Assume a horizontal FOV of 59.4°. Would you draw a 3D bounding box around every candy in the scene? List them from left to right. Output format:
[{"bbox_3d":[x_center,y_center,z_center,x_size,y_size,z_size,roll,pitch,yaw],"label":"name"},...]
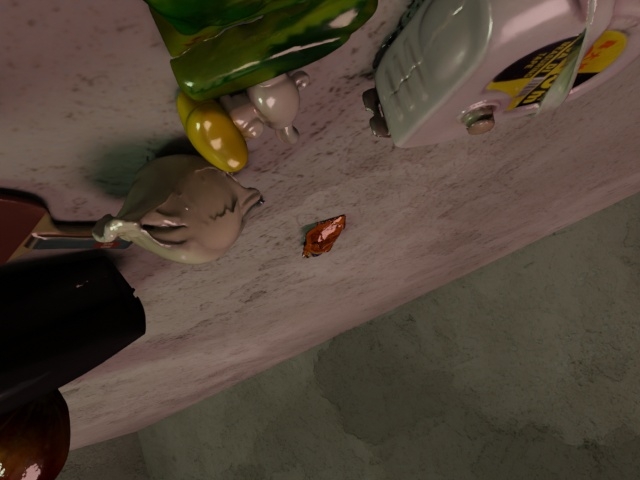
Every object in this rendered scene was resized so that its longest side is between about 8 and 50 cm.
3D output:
[{"bbox_3d":[-0.058,-0.162,0.287,0.149,0.069,0.246,-19,169,10],"label":"candy"}]

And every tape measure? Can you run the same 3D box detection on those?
[{"bbox_3d":[0.169,-0.167,0.459,0.197,0.120,0.236,-9,165,-21],"label":"tape measure"}]

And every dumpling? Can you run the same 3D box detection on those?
[{"bbox_3d":[-0.144,-0.029,0.554,0.127,0.108,0.188,-2,-169,31],"label":"dumpling"}]

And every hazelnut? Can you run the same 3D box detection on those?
[{"bbox_3d":[-0.591,0.385,1.110,0.230,0.229,0.229,-20,164,-6],"label":"hazelnut"}]

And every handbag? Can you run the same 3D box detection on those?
[{"bbox_3d":[-0.408,0.145,0.684,0.342,0.152,0.288,-20,172,-44],"label":"handbag"}]

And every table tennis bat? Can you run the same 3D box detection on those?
[{"bbox_3d":[-0.311,-0.004,0.549,0.154,0.021,0.274,-34,158,36],"label":"table tennis bat"}]

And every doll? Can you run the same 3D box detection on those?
[{"bbox_3d":[-0.058,-0.109,0.469,0.113,0.071,0.135,-24,161,-22],"label":"doll"}]

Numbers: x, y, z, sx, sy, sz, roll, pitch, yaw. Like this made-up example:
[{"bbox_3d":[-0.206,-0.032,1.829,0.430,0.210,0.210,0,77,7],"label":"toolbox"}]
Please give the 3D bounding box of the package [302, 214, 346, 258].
[{"bbox_3d":[0.001,0.001,0.938,0.077,0.033,0.110,-6,155,-16],"label":"package"}]
